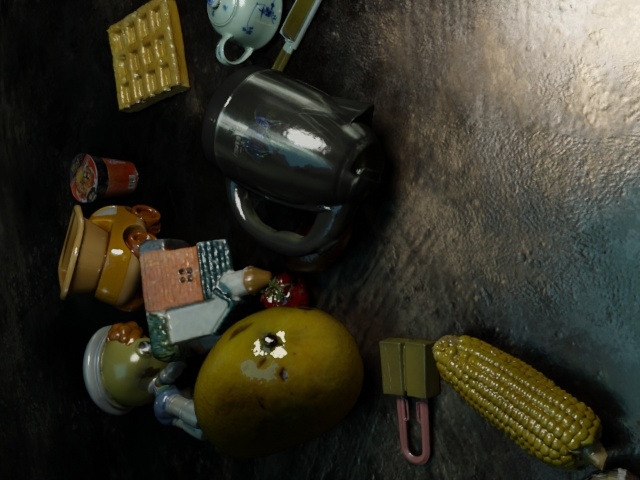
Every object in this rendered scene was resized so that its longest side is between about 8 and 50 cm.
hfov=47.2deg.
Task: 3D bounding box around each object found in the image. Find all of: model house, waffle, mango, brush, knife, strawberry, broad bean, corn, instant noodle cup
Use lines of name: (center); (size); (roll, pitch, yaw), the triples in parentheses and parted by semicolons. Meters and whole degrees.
model house: (-0.224, 0.112, 1.598); (0.300, 0.190, 0.272); (-12, 80, 20)
waffle: (-0.416, -0.444, 1.765); (0.247, 0.055, 0.221); (-11, 87, 41)
mango: (-0.091, 0.290, 1.419); (0.445, 0.301, 0.221); (120, 154, -48)
brush: (0.166, 0.297, 1.335); (0.103, 0.047, 0.234); (-1, 94, 40)
knife: (-0.063, -0.418, 1.485); (0.061, 0.027, 0.343); (51, 123, 30)
strawberry: (-0.065, 0.117, 1.492); (0.106, 0.106, 0.106); (4, 96, 40)
broad bean: (0.000, 0.000, 1.429); (0.114, 0.084, 0.165); (46, 114, 31)
corn: (0.313, 0.255, 1.167); (0.322, 0.119, 0.119); (33, 114, 39)
instant noodle cup: (-0.538, -0.157, 1.838); (0.127, 0.135, 0.127); (4, 96, 41)

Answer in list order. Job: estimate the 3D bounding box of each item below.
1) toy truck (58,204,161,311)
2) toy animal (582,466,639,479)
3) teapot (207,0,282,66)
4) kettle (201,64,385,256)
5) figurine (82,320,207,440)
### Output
toy truck: (-0.497, 0.034, 1.731); (0.288, 0.211, 0.204); (-113, 42, -56)
toy animal: (0.431, 0.382, 1.099); (0.137, 0.098, 0.098); (-173, 80, -69)
teapot: (-0.172, -0.473, 1.495); (0.159, 0.159, 0.232); (11, 100, 39)
kettle: (-0.044, -0.132, 1.358); (0.324, 0.228, 0.321); (28, 100, 31)
figurine: (-0.405, 0.332, 1.697); (0.381, 0.205, 0.225); (17, 139, 42)
